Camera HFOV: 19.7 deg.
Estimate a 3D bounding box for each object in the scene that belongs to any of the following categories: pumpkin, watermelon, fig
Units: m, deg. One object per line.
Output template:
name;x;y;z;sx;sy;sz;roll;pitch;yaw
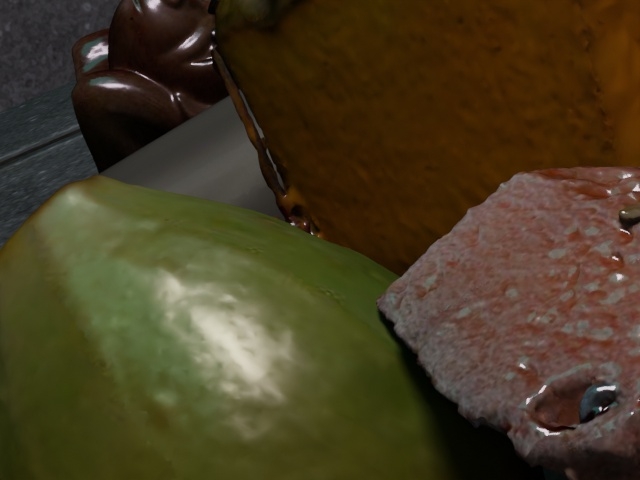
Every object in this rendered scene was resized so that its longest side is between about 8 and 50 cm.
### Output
pumpkin;0.130;-0.080;0.783;0.303;0.256;0.225;7;-6;-36
watermelon;0.152;0.033;0.596;0.257;0.139;0.193;11;13;-12
fig;-0.026;0.089;0.671;0.207;0.230;0.207;-21;-29;-12

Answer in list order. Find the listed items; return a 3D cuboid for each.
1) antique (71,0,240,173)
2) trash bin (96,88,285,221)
antique;-0.063;-0.048;1.131;0.143;0.256;0.121;-19;26;3
trash bin;0.000;0.000;0.987;0.250;0.219;0.219;-27;13;7
